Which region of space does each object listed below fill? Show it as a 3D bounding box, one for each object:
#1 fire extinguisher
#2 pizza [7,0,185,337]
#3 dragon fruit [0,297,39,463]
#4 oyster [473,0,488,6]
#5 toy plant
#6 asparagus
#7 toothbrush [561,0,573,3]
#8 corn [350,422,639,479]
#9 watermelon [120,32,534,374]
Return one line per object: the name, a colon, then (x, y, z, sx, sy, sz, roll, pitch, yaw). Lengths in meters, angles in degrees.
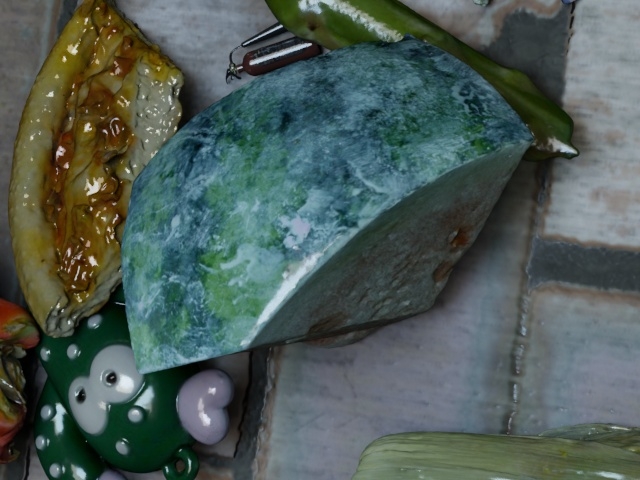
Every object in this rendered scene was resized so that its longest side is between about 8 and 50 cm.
fire extinguisher: (-0.052, -0.185, 1.624, 0.100, 0.032, 0.046, -17, 91, 10)
pizza: (-0.214, -0.083, 1.597, 0.182, 0.074, 0.365, -4, 67, 37)
dragon fruit: (-0.405, 0.116, 1.606, 0.305, 0.225, 0.306, -12, 75, 53)
oyster: (0.146, -0.282, 1.563, 0.100, 0.037, 0.098, 45, 99, 17)
toy plant: (-0.185, 0.133, 1.599, 0.232, 0.112, 0.243, -25, 74, 29)
asparagus: (0.094, -0.166, 1.549, 0.343, 0.085, 0.082, 31, 84, 13)
toothbrush: (0.340, -0.266, 1.506, 0.269, 0.021, 0.027, -20, 67, 15)
corn: (0.177, 0.221, 1.466, 0.305, 0.123, 0.122, -3, 83, 17)
watermelon: (0.000, 0.000, 1.493, 0.387, 0.258, 0.228, -34, 50, -4)
